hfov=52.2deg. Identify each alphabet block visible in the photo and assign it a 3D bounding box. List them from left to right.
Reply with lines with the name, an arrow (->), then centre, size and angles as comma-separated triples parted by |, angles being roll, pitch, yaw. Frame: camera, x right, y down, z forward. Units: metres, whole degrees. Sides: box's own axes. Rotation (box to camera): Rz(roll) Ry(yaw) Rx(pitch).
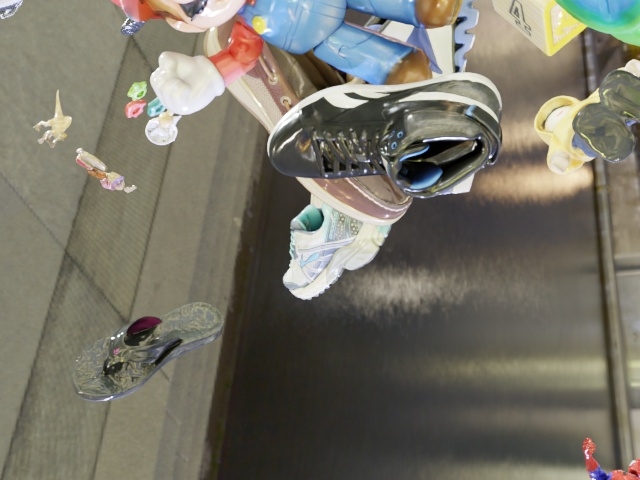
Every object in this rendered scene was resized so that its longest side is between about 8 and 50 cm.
alphabet block -> 0.503, -0.566, 1.434 | 0.197, 0.192, 0.193 | 53, 9, 28

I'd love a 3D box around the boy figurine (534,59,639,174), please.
boy figurine -> 0.371, -0.169, 0.898 | 0.092, 0.177, 0.285 | 36, 12, -1

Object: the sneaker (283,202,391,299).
sneaker -> 0.000, 0.000, 1.080 | 0.122, 0.283, 0.110 | 39, 52, -9

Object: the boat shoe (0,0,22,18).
boat shoe -> -0.627, -0.474, 1.244 | 0.113, 0.307, 0.105 | 68, 24, -7

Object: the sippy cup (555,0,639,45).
sippy cup -> 0.344, -0.369, 0.655 | 0.240, 0.224, 0.305 | 56, 2, 32

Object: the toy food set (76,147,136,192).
toy food set -> -0.404, -0.121, 1.209 | 0.122, 0.078, 0.019 | 36, 67, -23

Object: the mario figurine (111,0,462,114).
mario figurine -> -0.045, -0.204, 0.560 | 0.170, 0.321, 0.197 | 136, -33, -78

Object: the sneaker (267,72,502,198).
sneaker -> 0.042, -0.080, 0.551 | 0.121, 0.217, 0.079 | -71, 144, -53

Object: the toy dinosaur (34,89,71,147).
toy dinosaur -> -0.663, -0.288, 1.638 | 0.053, 0.093, 0.183 | 49, 14, -52

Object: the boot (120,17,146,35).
boot -> -0.532, -0.655, 1.859 | 0.045, 0.121, 0.099 | 7, 58, -57

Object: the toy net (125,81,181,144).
toy net -> -0.286, -0.222, 1.176 | 0.122, 0.232, 0.045 | -38, 81, -25

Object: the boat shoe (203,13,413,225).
boat shoe -> 0.008, -0.161, 0.805 | 0.342, 0.123, 0.123 | 49, 55, -10

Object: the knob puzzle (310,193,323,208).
knob puzzle -> 0.050, -0.124, 1.318 | 0.213, 0.030, 0.213 | -23, 132, -28

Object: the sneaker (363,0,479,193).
sneaker -> 0.116, -0.220, 0.920 | 0.182, 0.127, 0.315 | -2, 92, -27

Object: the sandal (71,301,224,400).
sandal -> -0.431, 0.247, 1.652 | 0.446, 0.168, 0.107 | -29, 146, -46

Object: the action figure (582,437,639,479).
action figure -> 0.377, 0.323, 0.865 | 0.280, 0.092, 0.138 | -9, 104, -44
